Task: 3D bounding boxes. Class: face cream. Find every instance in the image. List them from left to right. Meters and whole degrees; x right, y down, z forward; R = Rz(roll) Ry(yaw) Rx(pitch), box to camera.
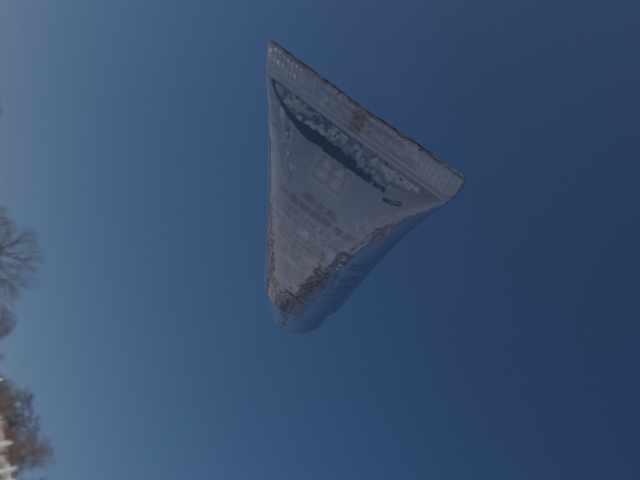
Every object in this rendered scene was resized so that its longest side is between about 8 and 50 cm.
[{"bbox_3d":[0.000,0.000,0.512,0.136,0.086,0.385,37,-22,8],"label":"face cream"}]
